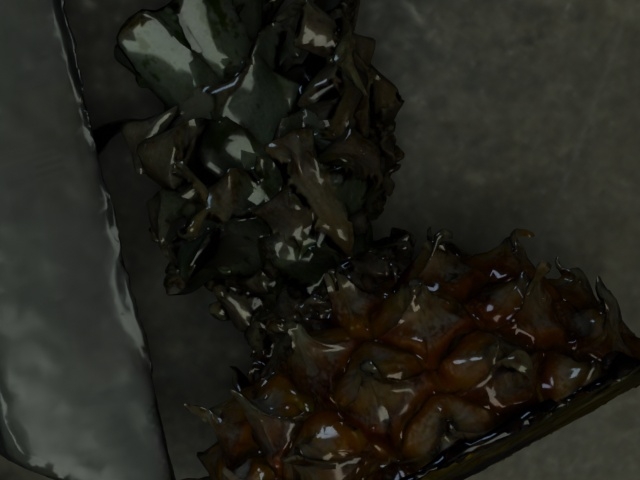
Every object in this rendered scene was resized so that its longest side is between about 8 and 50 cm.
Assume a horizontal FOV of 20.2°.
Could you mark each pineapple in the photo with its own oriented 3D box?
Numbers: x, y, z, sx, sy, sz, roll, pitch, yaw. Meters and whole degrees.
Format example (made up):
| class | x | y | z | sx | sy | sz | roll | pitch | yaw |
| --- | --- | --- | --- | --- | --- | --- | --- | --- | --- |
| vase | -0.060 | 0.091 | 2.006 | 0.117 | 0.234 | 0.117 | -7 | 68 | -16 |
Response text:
| class | x | y | z | sx | sy | sz | roll | pitch | yaw |
| --- | --- | --- | --- | --- | --- | --- | --- | --- | --- |
| pineapple | 0.000 | 0.000 | 0.878 | 0.262 | 0.262 | 0.272 | -29 | 80 | 3 |

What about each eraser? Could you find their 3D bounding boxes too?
| class | x | y | z | sx | sy | sz | roll | pitch | yaw |
| --- | --- | --- | --- | --- | --- | --- | --- | --- | --- |
| eraser | -0.151 | -0.029 | 0.859 | 0.077 | 0.111 | 0.353 | -14 | 92 | -19 |
